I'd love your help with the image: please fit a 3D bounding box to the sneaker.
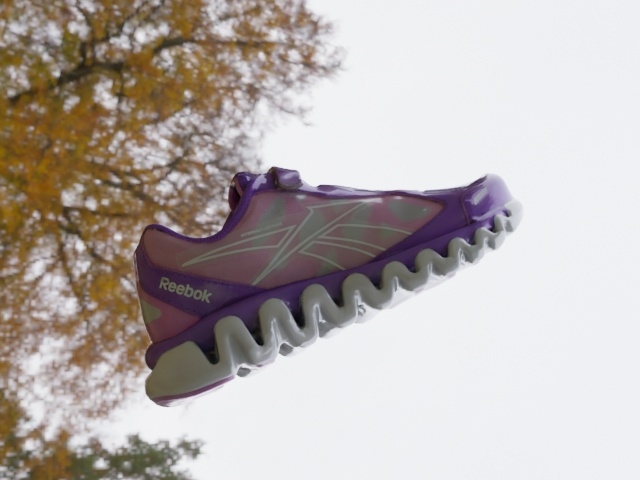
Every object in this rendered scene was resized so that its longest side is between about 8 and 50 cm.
[{"bbox_3d":[0.000,0.000,0.519,0.104,0.236,0.095,65,-18,9],"label":"sneaker"}]
